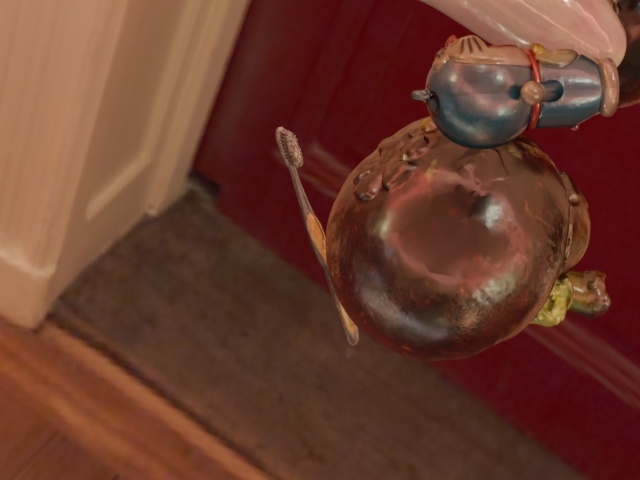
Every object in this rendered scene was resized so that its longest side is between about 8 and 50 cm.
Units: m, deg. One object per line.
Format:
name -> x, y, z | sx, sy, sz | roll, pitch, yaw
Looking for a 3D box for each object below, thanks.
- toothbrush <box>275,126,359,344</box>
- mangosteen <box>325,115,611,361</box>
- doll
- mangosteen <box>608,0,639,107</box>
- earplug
toothbrush -> -0.001, -0.001, 1.933 | 0.023, 0.321, 0.031 | -30, 30, -21
mangosteen -> 0.146, 0.016, 1.382 | 0.289, 0.231, 0.231 | 33, 45, -24
doll -> 0.143, -0.112, 1.138 | 0.152, 0.114, 0.085 | -3, 95, -5
mangosteen -> 0.376, -0.294, 2.068 | 0.265, 0.228, 0.228 | 3, 49, -47
earplug -> 0.235, -0.297, 1.833 | 0.301, 0.172, 0.172 | 36, 49, 3
